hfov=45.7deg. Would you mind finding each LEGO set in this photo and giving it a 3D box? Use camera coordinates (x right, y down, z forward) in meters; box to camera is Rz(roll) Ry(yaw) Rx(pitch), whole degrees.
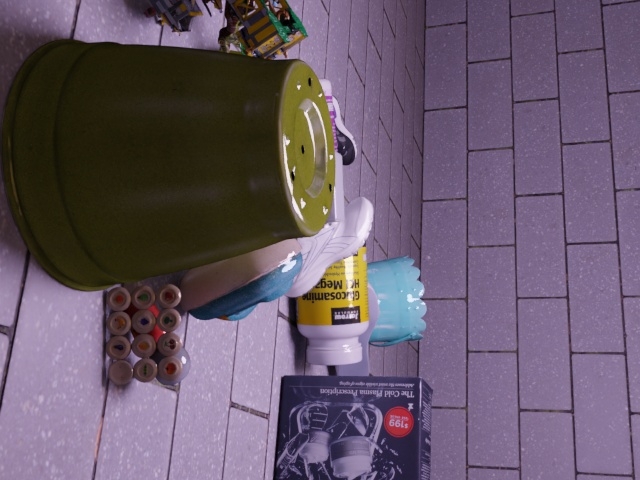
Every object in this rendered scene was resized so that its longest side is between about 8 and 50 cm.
[{"bbox_3d":[-0.171,-0.393,1.347,0.255,0.192,0.331,55,16,-18],"label":"LEGO set"}]

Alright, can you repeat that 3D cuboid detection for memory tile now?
[{"bbox_3d":[-0.267,0.141,1.148,0.012,0.113,0.148,157,-69,-78],"label":"memory tile"}]

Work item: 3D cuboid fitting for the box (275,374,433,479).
[{"bbox_3d":[0.085,0.490,1.803,0.179,0.343,0.312,50,40,-65],"label":"box"}]

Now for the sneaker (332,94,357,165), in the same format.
[{"bbox_3d":[0.013,-0.282,2.132,0.124,0.107,0.283,-66,148,-25],"label":"sneaker"}]

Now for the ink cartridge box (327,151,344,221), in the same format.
[{"bbox_3d":[-0.059,-0.111,1.662,0.087,0.208,0.153,-2,90,-75],"label":"ink cartridge box"}]

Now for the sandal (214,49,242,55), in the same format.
[{"bbox_3d":[-0.181,-0.285,1.481,0.317,0.126,0.138,-56,155,-57],"label":"sandal"}]

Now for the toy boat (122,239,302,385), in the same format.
[{"bbox_3d":[-0.179,0.108,1.273,0.318,0.267,0.148,-32,96,-41],"label":"toy boat"}]

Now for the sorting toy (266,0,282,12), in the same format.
[{"bbox_3d":[-0.123,-0.657,1.814,0.208,0.038,0.193,63,30,-52],"label":"sorting toy"}]

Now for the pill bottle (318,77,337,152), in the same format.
[{"bbox_3d":[-0.045,-0.221,1.782,0.169,0.169,0.301,-32,117,-70],"label":"pill bottle"}]

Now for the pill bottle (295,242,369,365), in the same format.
[{"bbox_3d":[0.029,0.141,1.930,0.188,0.188,0.334,-3,90,-72],"label":"pill bottle"}]

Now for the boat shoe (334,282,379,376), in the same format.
[{"bbox_3d":[0.087,0.236,2.167,0.156,0.136,0.367,-112,-163,-54],"label":"boat shoe"}]

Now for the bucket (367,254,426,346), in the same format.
[{"bbox_3d":[0.198,0.187,2.325,0.281,0.183,0.281,175,-90,-82],"label":"bucket"}]

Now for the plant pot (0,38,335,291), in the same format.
[{"bbox_3d":[-0.174,-0.116,1.064,0.366,0.353,0.366,-3,90,-73],"label":"plant pot"}]

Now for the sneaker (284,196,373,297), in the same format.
[{"bbox_3d":[0.000,0.000,1.761,0.129,0.297,0.111,49,-5,-29],"label":"sneaker"}]
